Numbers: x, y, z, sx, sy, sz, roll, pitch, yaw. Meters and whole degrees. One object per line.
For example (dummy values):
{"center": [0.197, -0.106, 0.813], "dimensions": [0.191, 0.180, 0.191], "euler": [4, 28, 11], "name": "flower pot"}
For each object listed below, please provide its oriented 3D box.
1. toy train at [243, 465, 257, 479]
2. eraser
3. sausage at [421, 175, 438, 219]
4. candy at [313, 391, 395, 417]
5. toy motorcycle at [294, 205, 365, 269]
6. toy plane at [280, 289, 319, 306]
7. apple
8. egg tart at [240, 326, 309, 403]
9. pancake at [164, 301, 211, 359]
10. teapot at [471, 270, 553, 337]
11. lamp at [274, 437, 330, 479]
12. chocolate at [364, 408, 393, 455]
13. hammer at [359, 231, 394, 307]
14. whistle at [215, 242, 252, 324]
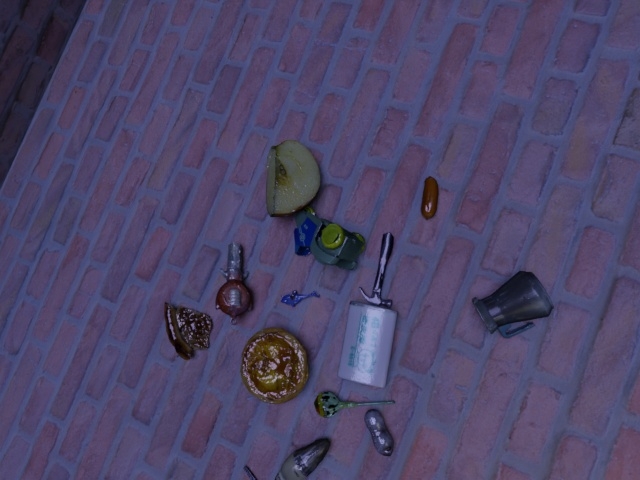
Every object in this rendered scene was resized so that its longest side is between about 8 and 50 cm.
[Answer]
{"center": [-0.275, 0.928, 1.607], "dimensions": [0.017, 0.017, 0.083], "euler": [-44, 73, 1], "name": "toy train"}
{"center": [0.180, 0.388, 1.540], "dimensions": [0.188, 0.104, 0.291], "euler": [9, 83, 13], "name": "eraser"}
{"center": [0.432, -0.169, 1.597], "dimensions": [0.061, 0.054, 0.184], "euler": [13, 80, -11], "name": "sausage"}
{"center": [0.127, 0.613, 1.539], "dimensions": [0.304, 0.083, 0.091], "euler": [-6, 62, 5], "name": "candy"}
{"center": [0.000, 0.000, 1.632], "dimensions": [0.326, 0.191, 0.200], "euler": [30, 97, 37], "name": "toy motorcycle"}
{"center": [-0.087, 0.237, 1.669], "dimensions": [0.167, 0.054, 0.062], "euler": [-15, 102, 13], "name": "toy plane"}
{"center": [-0.137, -0.243, 1.694], "dimensions": [0.253, 0.179, 0.347], "euler": [-13, 67, 29], "name": "apple"}
{"center": [-0.174, 0.491, 1.610], "dimensions": [0.289, 0.115, 0.291], "euler": [-2, 80, 12], "name": "egg tart"}
{"center": [-0.595, 0.400, 1.768], "dimensions": [0.257, 0.056, 0.213], "euler": [16, 85, 17], "name": "pancake"}
{"center": [0.669, 0.233, 1.417], "dimensions": [0.225, 0.171, 0.203], "euler": [-30, 104, 15], "name": "teapot"}
{"center": [-0.066, 0.831, 1.526], "dimensions": [0.250, 0.101, 0.101], "euler": [-39, 73, 2], "name": "lamp"}
{"center": [0.214, 0.703, 1.489], "dimensions": [0.072, 0.072, 0.167], "euler": [-28, 74, 9], "name": "chocolate"}
{"center": [0.237, 0.110, 1.607], "dimensions": [0.136, 0.037, 0.290], "euler": [10, 83, 15], "name": "hammer"}
{"center": [-0.362, 0.182, 1.713], "dimensions": [0.142, 0.134, 0.347], "euler": [-3, 70, 0], "name": "whistle"}
